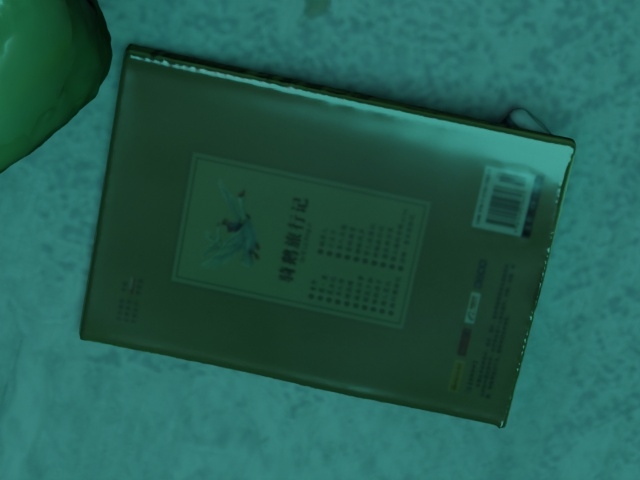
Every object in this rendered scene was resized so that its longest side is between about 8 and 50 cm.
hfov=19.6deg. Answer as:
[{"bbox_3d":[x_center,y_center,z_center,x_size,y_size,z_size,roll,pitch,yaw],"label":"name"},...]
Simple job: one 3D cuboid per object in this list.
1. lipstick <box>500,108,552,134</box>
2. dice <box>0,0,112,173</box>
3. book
[{"bbox_3d":[0.104,-0.031,1.293,0.040,0.040,0.141,39,104,-18],"label":"lipstick"},{"bbox_3d":[-0.319,-0.172,1.044,0.318,0.330,0.322,-25,111,0],"label":"dice"},{"bbox_3d":[0.000,0.000,1.276,0.310,0.021,0.217,12,110,1],"label":"book"}]
